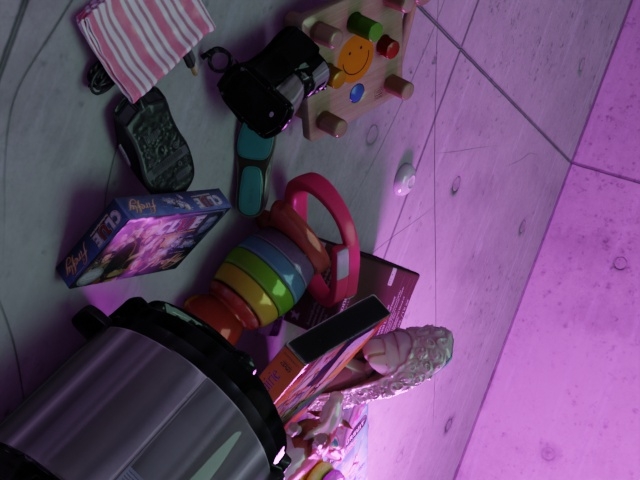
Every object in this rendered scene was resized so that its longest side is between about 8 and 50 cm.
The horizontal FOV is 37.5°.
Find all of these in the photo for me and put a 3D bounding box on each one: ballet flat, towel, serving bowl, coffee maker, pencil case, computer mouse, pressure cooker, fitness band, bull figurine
[{"bbox_3d":[-0.117,-0.147,1.694,0.068,0.072,0.213,-75,174,-67],"label":"ballet flat"},{"bbox_3d":[-0.239,-0.307,1.331,0.197,0.029,0.144,-50,126,-28],"label":"towel"},{"bbox_3d":[0.211,-0.146,2.304,0.083,0.027,0.083,-38,139,-43],"label":"serving bowl"},{"bbox_3d":[-0.081,-0.284,1.570,0.171,0.120,0.178,62,36,-22],"label":"coffee maker"},{"bbox_3d":[0.052,0.376,2.247,0.284,0.124,0.124,-64,153,-25],"label":"pencil case"},{"bbox_3d":[-0.246,-0.198,1.425,0.184,0.060,0.262,-48,134,-27],"label":"computer mouse"},{"bbox_3d":[-0.253,0.312,1.415,0.420,0.375,0.370,-48,143,-34],"label":"pressure cooker"},{"bbox_3d":[0.000,0.000,1.824,0.054,0.209,0.291,-22,143,-21],"label":"fitness band"},{"bbox_3d":[-0.057,0.434,1.953,0.310,0.101,0.188,-42,164,-6],"label":"bull figurine"},{"bbox_3d":[0.094,0.283,2.069,0.147,0.408,0.147,48,26,-32],"label":"ballet flat"}]

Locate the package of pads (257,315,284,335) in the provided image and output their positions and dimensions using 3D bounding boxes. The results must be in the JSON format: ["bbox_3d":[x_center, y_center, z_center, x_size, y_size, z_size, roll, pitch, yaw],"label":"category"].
[{"bbox_3d":[-0.097,0.156,1.953,0.050,0.032,0.083,11,99,-59],"label":"package of pads"}]

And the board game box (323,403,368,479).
[{"bbox_3d":[0.026,0.590,2.418,0.254,0.079,0.336,-42,142,-42],"label":"board game box"}]

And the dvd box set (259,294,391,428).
[{"bbox_3d":[-0.064,0.299,1.873,0.307,0.062,0.420,-22,155,-53],"label":"dvd box set"}]

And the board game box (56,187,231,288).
[{"bbox_3d":[-0.265,-0.006,1.447,0.165,0.042,0.243,-45,163,28],"label":"board game box"}]

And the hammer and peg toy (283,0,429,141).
[{"bbox_3d":[0.100,-0.358,1.780,0.361,0.127,0.266,-32,136,-31],"label":"hammer and peg toy"}]

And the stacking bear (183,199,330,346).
[{"bbox_3d":[-0.134,0.089,1.709,0.289,0.164,0.175,-45,-173,-19],"label":"stacking bear"}]

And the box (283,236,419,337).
[{"bbox_3d":[0.072,0.118,2.119,0.381,0.143,0.191,16,96,-60],"label":"box"}]

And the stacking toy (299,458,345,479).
[{"bbox_3d":[-0.009,0.541,2.081,0.165,0.301,0.175,-20,124,-55],"label":"stacking toy"}]
